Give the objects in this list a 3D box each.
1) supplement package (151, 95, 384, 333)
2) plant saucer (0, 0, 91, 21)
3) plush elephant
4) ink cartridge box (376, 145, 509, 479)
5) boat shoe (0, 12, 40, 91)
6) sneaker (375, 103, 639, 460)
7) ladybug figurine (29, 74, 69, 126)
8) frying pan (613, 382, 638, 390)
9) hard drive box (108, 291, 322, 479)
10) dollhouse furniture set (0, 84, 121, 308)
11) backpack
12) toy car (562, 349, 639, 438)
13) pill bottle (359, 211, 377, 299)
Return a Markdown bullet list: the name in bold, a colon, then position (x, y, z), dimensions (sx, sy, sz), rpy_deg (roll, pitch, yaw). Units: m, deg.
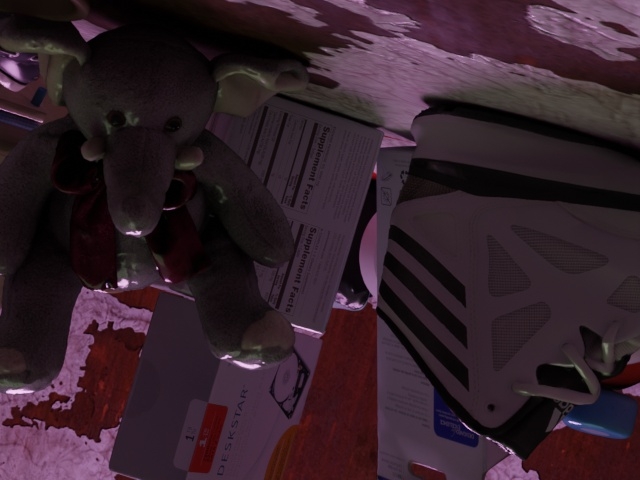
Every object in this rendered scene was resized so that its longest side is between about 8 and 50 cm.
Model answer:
- **supplement package**: position (-0.060, -0.028, 1.705), dimensions (0.145, 0.204, 0.262), rpy_deg (18, 176, -13)
- **plant saucer**: position (-0.290, -0.215, 1.190), dimensions (0.278, 0.041, 0.278), rpy_deg (16, 176, 1)
- **plush elephant**: position (-0.148, -0.061, 1.391), dimensions (0.272, 0.330, 0.255), rpy_deg (1, 157, -6)
- **ink cartridge box**: position (0.122, 0.081, 1.601), dimensions (0.065, 0.332, 0.165), rpy_deg (-5, -170, -35)
- **boat shoe**: position (-0.297, -0.196, 1.518), dimensions (0.065, 0.075, 0.206), rpy_deg (-28, 158, 10)
- **sneaker**: position (0.253, 0.065, 1.333), dimensions (0.447, 0.257, 0.169), rpy_deg (14, 176, 23)
- **ladybug figurine**: position (-0.380, -0.125, 1.963), dimensions (0.305, 0.162, 0.449), rpy_deg (17, 176, -20)
- **frying pan**: position (0.369, 0.085, 1.936), dimensions (0.053, 0.197, 0.326), rpy_deg (51, -167, 28)
- **hard drive box**: position (-0.101, 0.162, 1.718), dimensions (0.089, 0.181, 0.232), rpy_deg (15, 177, 24)
- **dollhouse furniture set**: position (-0.342, -0.076, 1.657), dimensions (0.286, 0.198, 0.303), rpy_deg (17, -155, -41)
- **backpack**: position (0.000, 0.000, 2.158), dimensions (0.144, 0.166, 0.188), rpy_deg (20, 172, -17)
- **toy car**: position (0.284, 0.066, 1.607), dimensions (0.210, 0.219, 0.238), rpy_deg (18, 170, -23)
- **pill bottle**: position (0.176, 0.028, 1.863), dimensions (0.161, 0.161, 0.283), rpy_deg (18, 176, -32)
